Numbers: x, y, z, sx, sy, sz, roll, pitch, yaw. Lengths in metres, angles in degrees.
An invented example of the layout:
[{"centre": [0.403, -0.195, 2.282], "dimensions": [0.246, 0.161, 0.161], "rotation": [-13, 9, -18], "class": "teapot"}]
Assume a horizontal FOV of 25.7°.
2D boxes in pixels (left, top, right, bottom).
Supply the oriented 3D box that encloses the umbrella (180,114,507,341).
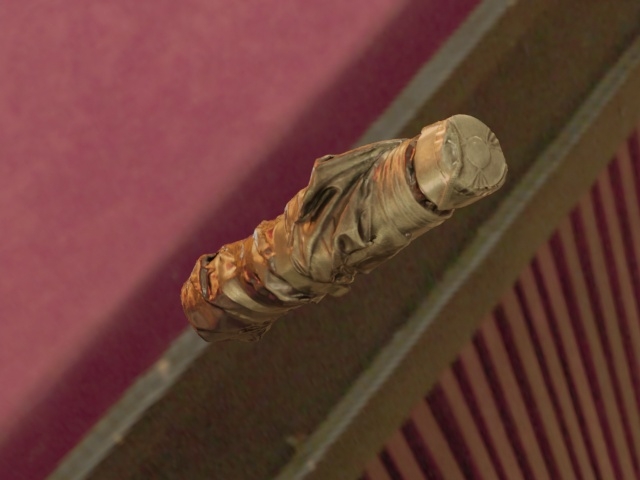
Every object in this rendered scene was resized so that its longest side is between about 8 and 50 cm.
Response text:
[{"centre": [0.000, 0.000, 0.569], "dimensions": [0.188, 0.050, 0.046], "rotation": [-29, 64, 50], "class": "umbrella"}]
